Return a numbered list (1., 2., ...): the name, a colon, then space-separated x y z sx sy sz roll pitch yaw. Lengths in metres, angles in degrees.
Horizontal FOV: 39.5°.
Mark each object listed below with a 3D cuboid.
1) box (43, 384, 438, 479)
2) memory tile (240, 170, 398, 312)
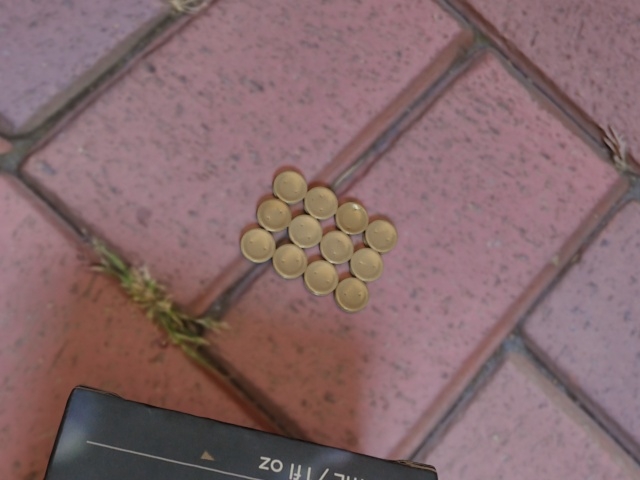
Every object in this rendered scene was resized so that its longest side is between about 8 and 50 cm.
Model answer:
1. box: -0.098 0.350 0.658 0.293 0.212 0.395 15 59 -10
2. memory tile: 0.000 0.000 0.931 0.148 0.012 0.113 28 69 -4
